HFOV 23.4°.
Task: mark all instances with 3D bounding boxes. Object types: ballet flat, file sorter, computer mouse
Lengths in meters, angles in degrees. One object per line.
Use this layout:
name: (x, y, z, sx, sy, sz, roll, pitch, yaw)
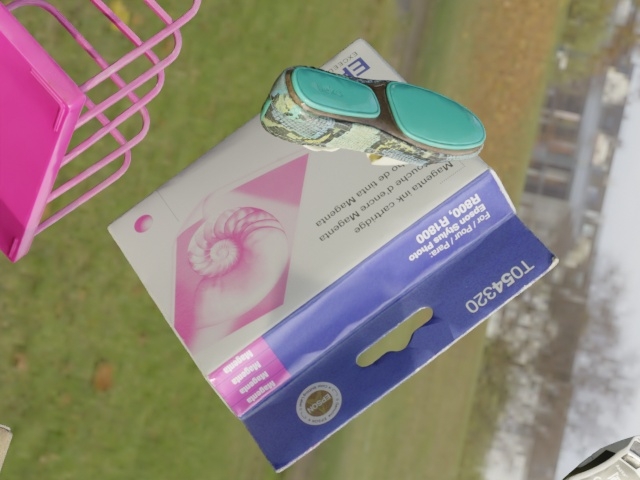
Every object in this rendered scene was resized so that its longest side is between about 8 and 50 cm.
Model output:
ballet flat: (0.036, -0.087, 1.153, 0.070, 0.188, 0.070, -26, -122, 51)
file sorter: (-0.251, -0.161, 1.386, 0.182, 0.202, 0.291, -39, 172, -32)
computer mouse: (0.291, 0.214, 1.449, 0.193, 0.106, 0.042, -34, -170, 17)

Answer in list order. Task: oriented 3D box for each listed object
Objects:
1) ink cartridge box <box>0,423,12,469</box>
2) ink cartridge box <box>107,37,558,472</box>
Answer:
ink cartridge box: (-0.427, 0.231, 1.414, 0.088, 0.234, 0.193, -49, -157, 53)
ink cartridge box: (0.000, 0.000, 1.456, 0.330, 0.324, 0.071, 50, -5, 41)
